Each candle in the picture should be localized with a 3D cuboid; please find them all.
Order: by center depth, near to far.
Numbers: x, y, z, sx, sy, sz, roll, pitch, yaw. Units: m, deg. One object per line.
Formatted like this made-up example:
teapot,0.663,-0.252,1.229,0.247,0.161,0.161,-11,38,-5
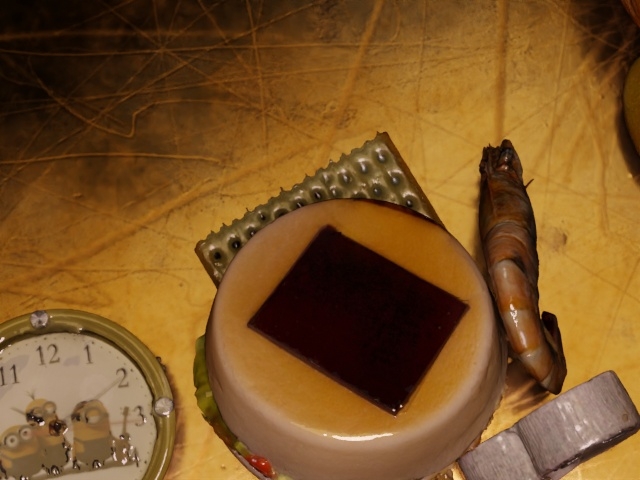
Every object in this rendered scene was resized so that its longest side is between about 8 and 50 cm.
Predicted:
candle,0.229,0.182,1.484,0.192,0.168,0.068,-38,74,40

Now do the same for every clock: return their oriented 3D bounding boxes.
clock,-0.255,0.184,1.544,0.237,0.057,0.237,0,78,0

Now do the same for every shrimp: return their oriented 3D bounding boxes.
shrimp,0.196,0.025,1.520,0.058,0.169,0.296,-17,36,15

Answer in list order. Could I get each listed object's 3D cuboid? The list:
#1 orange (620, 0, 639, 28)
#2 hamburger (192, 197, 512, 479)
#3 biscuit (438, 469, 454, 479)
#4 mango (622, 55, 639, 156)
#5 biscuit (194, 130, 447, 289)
orange,0.375,-0.294,1.531,0.183,0.249,0.249,-21,78,4
hamburger,0.028,0.102,1.469,0.302,0.170,0.302,-1,61,1
biscuit,0.067,0.254,1.525,0.144,0.033,0.224,-43,75,-7
mango,0.387,-0.097,1.558,0.136,0.099,0.227,-46,72,-3
biscuit,0.000,0.000,1.594,0.231,0.016,0.139,-30,80,-4
